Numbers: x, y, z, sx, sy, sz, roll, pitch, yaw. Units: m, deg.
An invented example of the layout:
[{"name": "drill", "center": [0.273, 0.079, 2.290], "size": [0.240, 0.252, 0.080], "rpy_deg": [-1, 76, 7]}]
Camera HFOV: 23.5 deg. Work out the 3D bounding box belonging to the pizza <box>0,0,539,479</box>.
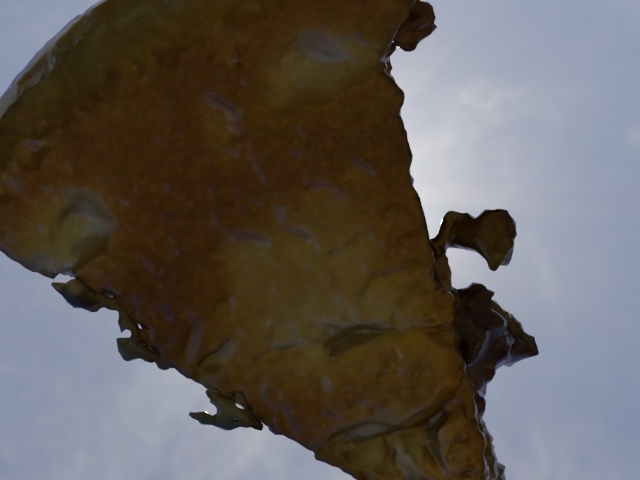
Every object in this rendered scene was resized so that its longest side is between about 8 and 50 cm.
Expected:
[{"name": "pizza", "center": [-0.001, 0.000, 0.471], "size": [0.194, 0.154, 0.069], "rpy_deg": [55, -170, -12]}]
